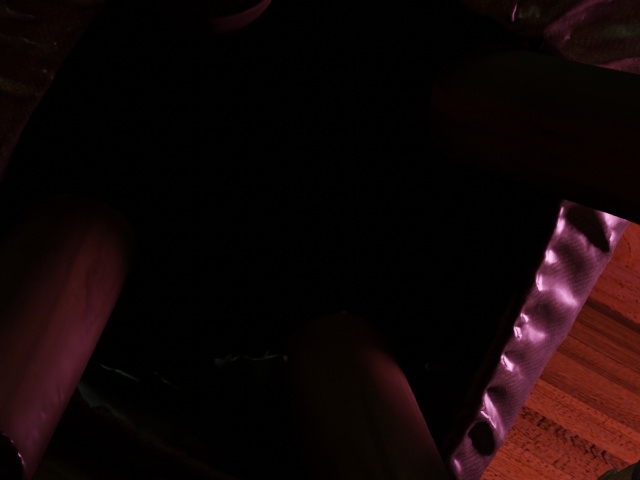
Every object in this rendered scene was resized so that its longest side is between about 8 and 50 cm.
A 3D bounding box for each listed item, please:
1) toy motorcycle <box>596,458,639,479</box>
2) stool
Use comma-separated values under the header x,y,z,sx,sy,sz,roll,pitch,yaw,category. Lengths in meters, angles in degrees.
x,y,z,sx,sy,sz,roll,pitch,yaw,category
0.161,0.124,0.856,0.109,0.198,0.296,52,-33,3,toy motorcycle
0.000,0.000,0.779,0.310,0.310,0.226,23,15,-18,stool
